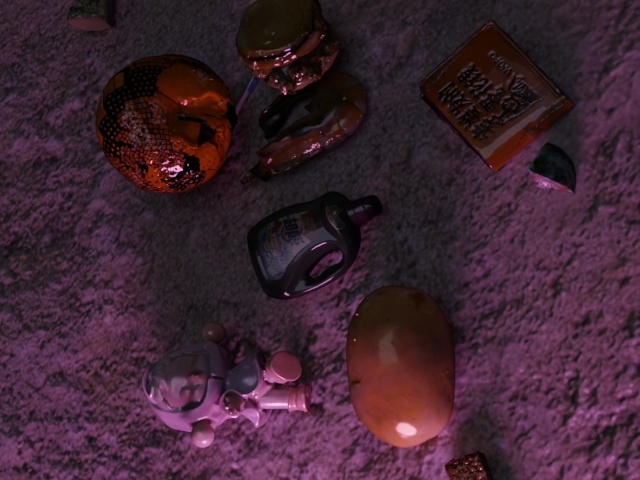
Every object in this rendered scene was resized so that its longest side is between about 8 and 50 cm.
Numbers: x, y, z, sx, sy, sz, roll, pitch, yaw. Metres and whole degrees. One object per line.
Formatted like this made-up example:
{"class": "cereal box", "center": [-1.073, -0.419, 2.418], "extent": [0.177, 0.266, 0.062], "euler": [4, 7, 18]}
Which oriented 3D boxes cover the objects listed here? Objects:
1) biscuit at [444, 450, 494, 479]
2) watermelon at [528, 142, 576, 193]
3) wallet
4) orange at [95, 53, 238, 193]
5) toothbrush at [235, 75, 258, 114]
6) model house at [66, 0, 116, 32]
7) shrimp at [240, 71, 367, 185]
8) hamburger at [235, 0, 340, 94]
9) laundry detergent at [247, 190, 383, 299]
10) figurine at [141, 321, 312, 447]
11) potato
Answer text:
{"class": "biscuit", "center": [0.232, 0.396, 1.437], "extent": [0.064, 0.034, 0.199], "euler": [-25, 70, 18]}
{"class": "watermelon", "center": [0.332, -0.103, 1.501], "extent": [0.061, 0.085, 0.085], "euler": [-49, 59, 42]}
{"class": "wallet", "center": [0.257, -0.219, 1.556], "extent": [0.161, 0.042, 0.195], "euler": [-43, 64, 11]}
{"class": "orange", "center": [-0.255, -0.192, 1.697], "extent": [0.182, 0.234, 0.235], "euler": [163, 115, -67]}
{"class": "toothbrush", "center": [-0.119, -0.270, 1.765], "extent": [0.017, 0.014, 0.162], "euler": [37, 97, 46]}
{"class": "model house", "center": [-0.424, -0.438, 1.918], "extent": [0.078, 0.066, 0.083], "euler": [0, 78, 24]}
{"class": "shrimp", "center": [-0.042, -0.194, 1.687], "extent": [0.254, 0.059, 0.145], "euler": [-26, 66, 18]}
{"class": "hamburger", "center": [-0.048, -0.307, 1.660], "extent": [0.159, 0.131, 0.185], "euler": [-6, 55, 20]}
{"class": "laundry detergent", "center": [0.000, 0.000, 1.615], "extent": [0.221, 0.078, 0.144], "euler": [-23, 72, 17]}
{"class": "figurine", "center": [-0.150, 0.229, 1.608], "extent": [0.275, 0.133, 0.200], "euler": [-5, 65, 20]}
{"class": "potato", "center": [0.111, 0.181, 1.494], "extent": [0.150, 0.146, 0.234], "euler": [-20, 68, 53]}
